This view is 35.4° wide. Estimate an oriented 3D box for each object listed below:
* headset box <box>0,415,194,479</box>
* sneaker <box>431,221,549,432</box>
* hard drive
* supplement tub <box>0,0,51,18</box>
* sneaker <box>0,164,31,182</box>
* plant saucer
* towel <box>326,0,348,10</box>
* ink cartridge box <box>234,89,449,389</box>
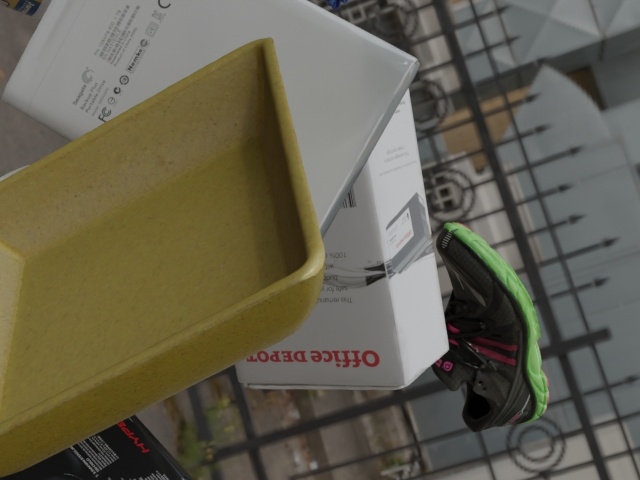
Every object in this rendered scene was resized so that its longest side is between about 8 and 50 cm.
[{"bbox_3d":[-0.205,0.271,0.709,0.218,0.110,0.293,43,43,17],"label":"headset box"},{"bbox_3d":[0.306,0.188,1.936,0.185,0.202,0.483,-131,-160,-63],"label":"sneaker"},{"bbox_3d":[-0.113,-0.154,0.984,0.353,0.233,0.047,30,3,12],"label":"hard drive"},{"bbox_3d":[-0.442,-0.410,1.456,0.200,0.144,0.144,18,42,-29],"label":"supplement tub"},{"bbox_3d":[-0.447,0.035,1.151,0.350,0.148,0.131,-50,138,-26],"label":"sneaker"},{"bbox_3d":[-0.147,0.019,0.754,0.081,0.333,0.332,56,12,-34],"label":"plant saucer"},{"bbox_3d":[-0.012,-0.479,1.286,0.336,0.040,0.243,60,-37,43],"label":"towel"},{"bbox_3d":[0.000,0.000,1.427,0.166,0.285,0.395,-24,107,-56],"label":"ink cartridge box"}]
